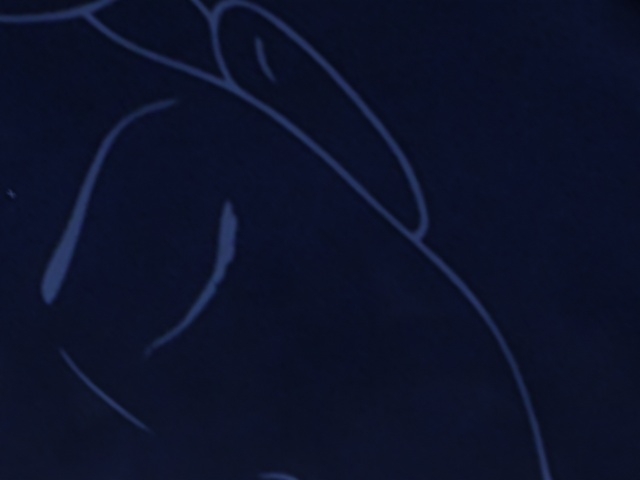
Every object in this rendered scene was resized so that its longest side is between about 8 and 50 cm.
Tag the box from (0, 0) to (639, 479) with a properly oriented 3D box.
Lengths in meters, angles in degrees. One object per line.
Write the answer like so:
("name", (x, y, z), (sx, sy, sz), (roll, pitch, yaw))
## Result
("box", (-0.086, 0.064, 0.524), (0.472, 0.480, 0.297), (39, -163, 4))
